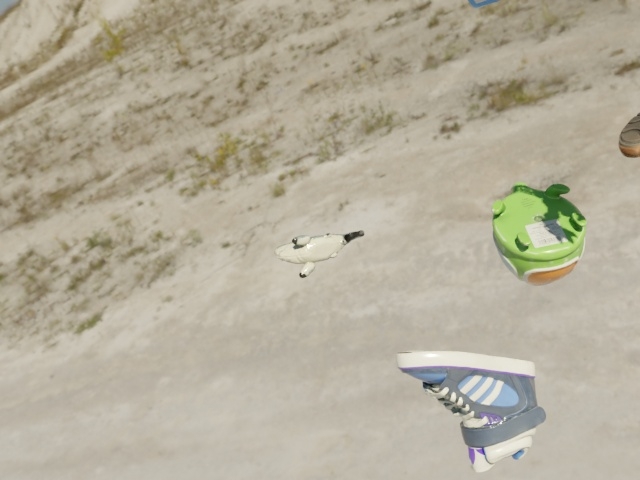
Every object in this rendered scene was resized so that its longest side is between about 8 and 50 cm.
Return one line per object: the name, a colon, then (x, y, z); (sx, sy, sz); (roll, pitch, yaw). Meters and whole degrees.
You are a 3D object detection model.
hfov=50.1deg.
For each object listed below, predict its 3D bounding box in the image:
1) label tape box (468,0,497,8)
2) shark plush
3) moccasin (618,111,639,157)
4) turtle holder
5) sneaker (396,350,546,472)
label tape box: (0.265, -0.602, 1.117); (0.115, 0.249, 0.348); (-5, 58, 46)
shark plush: (0.000, 0.000, 1.213); (0.161, 0.073, 0.067); (-28, 19, -14)
moccasin: (0.897, -0.278, 1.729); (0.380, 0.147, 0.139); (-27, 29, -30)
turtle holder: (0.576, -0.017, 1.892); (0.243, 0.227, 0.320); (-33, 46, -17)
sneaker: (0.300, 0.351, 1.393); (0.322, 0.236, 0.130); (9, -11, -18)
